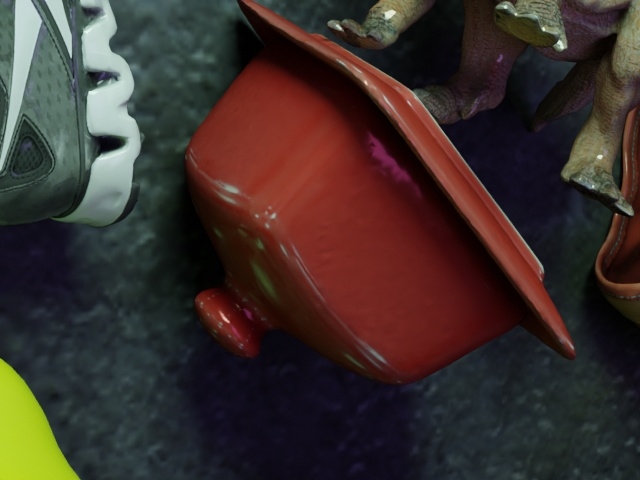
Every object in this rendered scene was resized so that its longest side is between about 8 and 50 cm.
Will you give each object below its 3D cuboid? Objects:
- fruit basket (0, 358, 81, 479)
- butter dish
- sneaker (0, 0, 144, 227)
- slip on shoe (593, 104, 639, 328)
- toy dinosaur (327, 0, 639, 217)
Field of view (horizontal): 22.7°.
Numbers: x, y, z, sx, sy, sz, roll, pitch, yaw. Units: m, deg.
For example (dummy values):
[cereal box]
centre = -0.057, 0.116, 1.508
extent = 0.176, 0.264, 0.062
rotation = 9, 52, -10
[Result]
[fruit basket]
centre = -0.134, 0.217, 0.491
extent = 0.392, 0.392, 0.283
rotation = 34, 104, -35
[butter dish]
centre = 0.000, 0.000, 0.647
extent = 0.118, 0.160, 0.160
rotation = -41, 119, -2
[sneaker]
centre = -0.127, -0.110, 0.562
extent = 0.106, 0.078, 0.234
rotation = -15, 105, -39
[slip on shoe]
centre = 0.226, -0.099, 0.825
extent = 0.101, 0.123, 0.331
rotation = 21, 86, -34
[toy dinosaur]
centre = 0.109, -0.141, 0.664
extent = 0.200, 0.127, 0.295
rotation = -61, 148, -11
